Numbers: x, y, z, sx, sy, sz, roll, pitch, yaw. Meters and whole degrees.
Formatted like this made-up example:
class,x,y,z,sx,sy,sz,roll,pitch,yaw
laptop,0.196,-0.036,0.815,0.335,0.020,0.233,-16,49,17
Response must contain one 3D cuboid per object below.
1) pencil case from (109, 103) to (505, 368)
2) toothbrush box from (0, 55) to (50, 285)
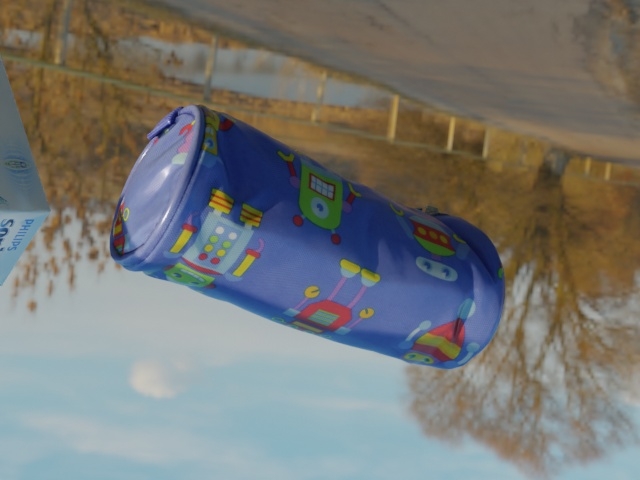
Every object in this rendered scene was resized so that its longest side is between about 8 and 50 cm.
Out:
class,x,y,z,sx,sy,sz,roll,pitch,yaw
pencil case,0.000,0.000,0.769,0.306,0.133,0.119,21,148,-31
toothbrush box,-0.409,-0.077,0.878,0.295,0.216,0.126,2,145,-41
